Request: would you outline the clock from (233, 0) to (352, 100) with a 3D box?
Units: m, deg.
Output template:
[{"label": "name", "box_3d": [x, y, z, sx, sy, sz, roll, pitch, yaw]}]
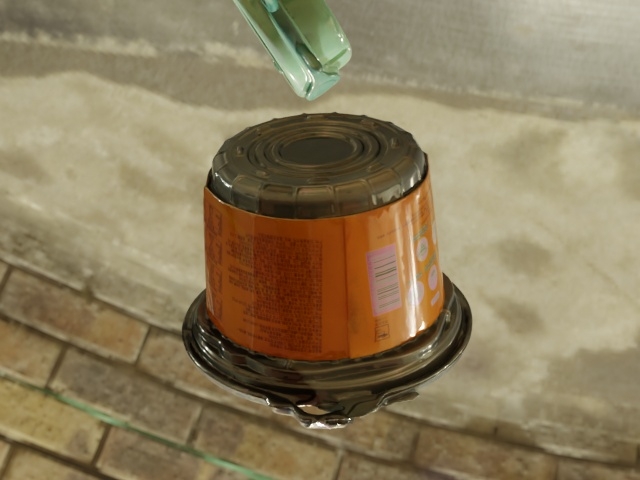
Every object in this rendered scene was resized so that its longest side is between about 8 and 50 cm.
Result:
[{"label": "clock", "box_3d": [-0.031, -0.200, 1.043, 0.066, 0.211, 0.159, -34, 111, 2]}]

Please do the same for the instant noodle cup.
[{"label": "instant noodle cup", "box_3d": [0.000, 0.000, 0.696, 0.178, 0.208, 0.125, -11, 118, -11]}]
